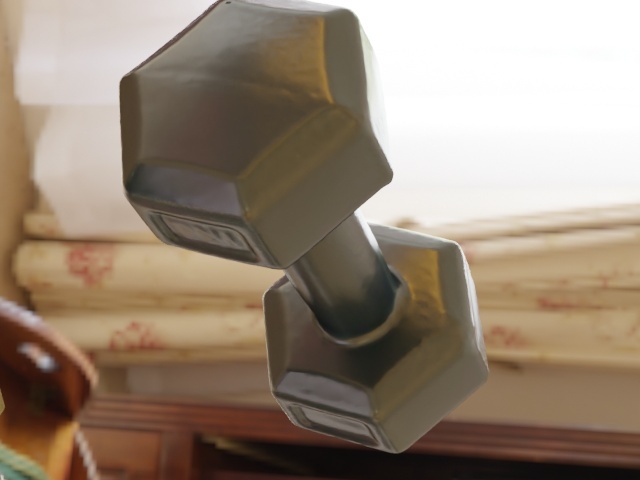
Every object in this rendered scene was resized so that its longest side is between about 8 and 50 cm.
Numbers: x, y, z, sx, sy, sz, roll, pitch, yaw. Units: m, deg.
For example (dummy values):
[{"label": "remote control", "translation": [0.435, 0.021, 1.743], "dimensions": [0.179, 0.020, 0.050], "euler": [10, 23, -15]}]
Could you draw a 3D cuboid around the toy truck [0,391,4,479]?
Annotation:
[{"label": "toy truck", "translation": [-0.483, 0.171, 1.800], "dimensions": [0.181, 0.254, 0.405], "euler": [-62, 158, -48]}]

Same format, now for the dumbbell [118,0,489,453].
[{"label": "dumbbell", "translation": [0.000, 0.000, 0.964], "dimensions": [0.160, 0.144, 0.325], "euler": [-38, 143, -5]}]
